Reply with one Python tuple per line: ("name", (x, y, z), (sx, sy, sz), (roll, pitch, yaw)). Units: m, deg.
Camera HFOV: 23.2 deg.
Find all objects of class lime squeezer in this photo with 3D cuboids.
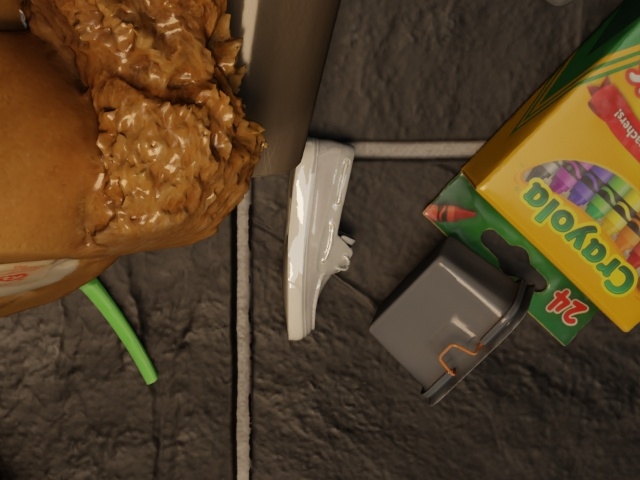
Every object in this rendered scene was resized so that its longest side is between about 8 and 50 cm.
("lime squeezer", (-0.258, 0.021, 1.366), (0.310, 0.059, 0.110), (28, 100, -13))

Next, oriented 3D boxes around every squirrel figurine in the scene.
("squirrel figurine", (-0.237, -0.157, 1.192), (0.397, 0.281, 0.370), (-15, 78, 15))

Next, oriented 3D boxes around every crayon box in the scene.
("crayon box", (0.274, -0.065, 1.387), (0.202, 0.081, 0.318), (41, 98, -15))

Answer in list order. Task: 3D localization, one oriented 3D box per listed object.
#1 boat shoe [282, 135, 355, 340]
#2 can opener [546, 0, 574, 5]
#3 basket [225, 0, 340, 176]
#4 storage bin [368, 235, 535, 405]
("boat shoe", (0.000, 0.000, 1.389), (0.063, 0.066, 0.184), (4, 95, -6))
("can opener", (0.189, -0.335, 1.309), (0.093, 0.074, 0.280), (-20, 106, 0))
("basket", (-0.073, -0.178, 1.287), (0.204, 0.154, 0.226), (8, 109, 9))
("storage bin", (0.110, 0.069, 1.390), (0.091, 0.098, 0.135), (40, 118, -4))
